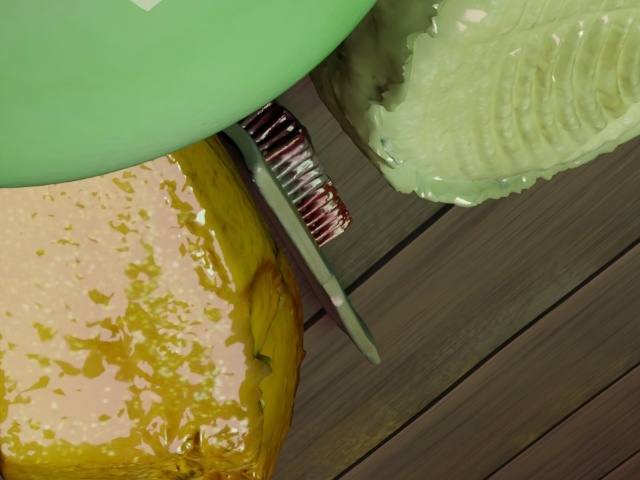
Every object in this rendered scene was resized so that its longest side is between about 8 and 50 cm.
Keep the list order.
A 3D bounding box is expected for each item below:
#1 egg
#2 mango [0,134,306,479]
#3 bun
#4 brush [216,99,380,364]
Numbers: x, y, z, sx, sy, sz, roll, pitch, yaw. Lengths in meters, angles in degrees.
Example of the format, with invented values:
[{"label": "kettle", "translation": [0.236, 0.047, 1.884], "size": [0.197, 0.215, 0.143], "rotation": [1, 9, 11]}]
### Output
[{"label": "egg", "translation": [-0.083, -0.134, 0.450], "size": [0.269, 0.220, 0.220], "rotation": [-38, 150, 11]}, {"label": "mango", "translation": [-0.109, 0.025, 0.687], "size": [0.201, 0.199, 0.350], "rotation": [-46, 146, -23]}, {"label": "bun", "translation": [0.102, -0.145, 0.680], "size": [0.259, 0.152, 0.259], "rotation": [-19, 152, -11]}, {"label": "brush", "translation": [0.000, 0.000, 0.905], "size": [0.050, 0.060, 0.321], "rotation": [-40, 151, -6]}]
